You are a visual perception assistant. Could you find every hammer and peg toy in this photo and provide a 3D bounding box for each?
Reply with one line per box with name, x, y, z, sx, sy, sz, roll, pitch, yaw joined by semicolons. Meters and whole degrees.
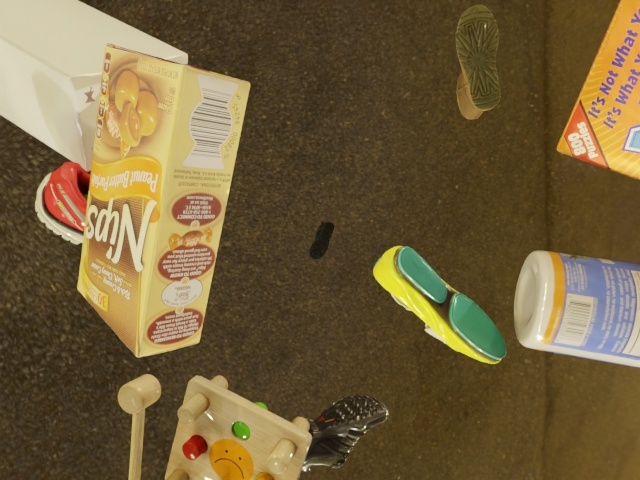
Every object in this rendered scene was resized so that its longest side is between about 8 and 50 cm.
hammer and peg toy;-0.212;0.398;0.882;0.127;0.361;0.266;-30;138;-68

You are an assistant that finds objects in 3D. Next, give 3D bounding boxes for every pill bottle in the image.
pill bottle;0.447;0.107;0.684;0.152;0.271;0.153;8;90;-81

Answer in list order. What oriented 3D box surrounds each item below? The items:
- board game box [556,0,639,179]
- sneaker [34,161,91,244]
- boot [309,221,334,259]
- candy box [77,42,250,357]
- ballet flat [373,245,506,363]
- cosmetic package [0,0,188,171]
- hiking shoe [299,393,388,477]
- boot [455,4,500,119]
board game box;0.606;-0.273;0.609;0.356;0.356;0.357;-36;144;-41
sneaker;-0.275;-0.022;0.699;0.279;0.107;0.118;28;122;-31
boot;-0.001;0.000;1.295;0.045;0.099;0.121;26;82;-8
candy box;-0.199;-0.050;0.548;0.087;0.182;0.317;-2;113;-47
ballet flat;0.167;0.098;0.669;0.231;0.077;0.077;42;48;-10
cosmetic package;-0.433;-0.291;0.773;0.217;0.385;0.156;-37;153;-45
hiking shoe;0.037;0.402;0.950;0.226;0.086;0.114;-19;113;-9
boot;0.373;-0.422;1.140;0.269;0.089;0.236;-48;132;-73
